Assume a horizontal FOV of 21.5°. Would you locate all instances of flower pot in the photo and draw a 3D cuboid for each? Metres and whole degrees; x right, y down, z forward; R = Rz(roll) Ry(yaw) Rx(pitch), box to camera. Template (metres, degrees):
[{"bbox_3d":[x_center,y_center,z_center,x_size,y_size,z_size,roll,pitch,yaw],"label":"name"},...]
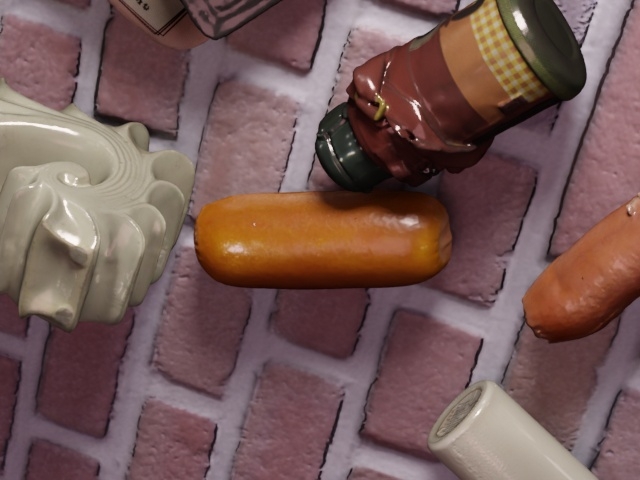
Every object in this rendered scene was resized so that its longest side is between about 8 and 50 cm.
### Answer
[{"bbox_3d":[-0.327,-0.055,1.729,0.367,0.254,0.165,21,119,6],"label":"flower pot"}]

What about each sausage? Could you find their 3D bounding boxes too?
[{"bbox_3d":[0.000,-0.001,1.757,0.274,0.105,0.105,-1,115,15],"label":"sausage"},{"bbox_3d":[0.368,-0.030,1.651,0.419,0.094,0.094,-38,87,27],"label":"sausage"}]

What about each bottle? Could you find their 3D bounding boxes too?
[{"bbox_3d":[0.112,-0.138,1.632,0.271,0.143,0.156,-30,122,26],"label":"bottle"},{"bbox_3d":[0.234,0.266,1.824,0.245,0.104,0.104,44,118,-8],"label":"bottle"}]

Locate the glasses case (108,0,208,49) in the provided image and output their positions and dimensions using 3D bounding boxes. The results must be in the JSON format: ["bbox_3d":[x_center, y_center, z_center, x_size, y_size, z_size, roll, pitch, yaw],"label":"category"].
[{"bbox_3d":[-0.208,-0.322,1.664,0.122,0.075,0.314,-39,101,27],"label":"glasses case"}]

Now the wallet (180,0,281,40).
[{"bbox_3d":[-0.088,-0.382,1.589,0.247,0.041,0.323,-31,106,4],"label":"wallet"}]
